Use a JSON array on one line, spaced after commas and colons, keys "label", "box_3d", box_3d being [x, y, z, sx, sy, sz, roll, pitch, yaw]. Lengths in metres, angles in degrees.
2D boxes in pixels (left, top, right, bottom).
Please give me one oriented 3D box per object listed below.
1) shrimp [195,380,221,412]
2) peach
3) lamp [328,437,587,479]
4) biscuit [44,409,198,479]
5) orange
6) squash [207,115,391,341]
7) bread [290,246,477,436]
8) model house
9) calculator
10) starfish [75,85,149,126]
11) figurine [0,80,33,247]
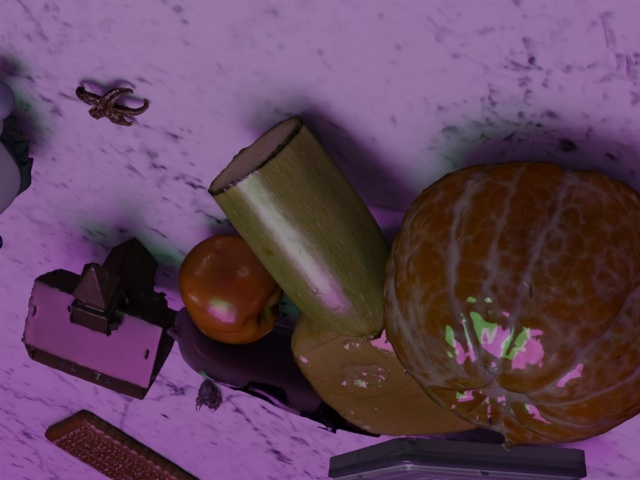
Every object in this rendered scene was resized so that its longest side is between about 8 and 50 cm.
[{"label": "shrimp", "box_3d": [-0.165, 0.236, 2.331, 0.038, 0.029, 0.092, 16, 155, -3]}, {"label": "peach", "box_3d": [-0.110, 0.058, 1.918, 0.138, 0.138, 0.138, 17, 149, 11]}, {"label": "lamp", "box_3d": [0.175, 0.298, 2.052, 0.269, 0.047, 0.266, 7, 166, -20]}, {"label": "biscuit", "box_3d": [-0.338, 0.378, 2.664, 0.254, 0.029, 0.172, 34, 147, -18]}, {"label": "orange", "box_3d": [0.220, 0.068, 1.592, 0.329, 0.249, 0.329, 20, 153, 11]}, {"label": "squash", "box_3d": [0.000, 0.000, 1.688, 0.132, 0.132, 0.247, -21, 110, 50]}, {"label": "bread", "box_3d": [0.099, 0.121, 1.856, 0.270, 0.148, 0.270, 14, 145, 10]}, {"label": "model house", "box_3d": [-0.270, 0.068, 1.987, 0.181, 0.176, 0.248, 21, 154, 5]}, {"label": "calculator", "box_3d": [-0.058, 0.156, 1.989, 0.294, 0.194, 0.043, 21, 111, -19]}, {"label": "starfish", "box_3d": [-0.241, -0.154, 1.775, 0.078, 0.028, 0.091, 33, 153, -19]}, {"label": "figurine", "box_3d": [-0.483, -0.145, 1.810, 0.261, 0.186, 0.382, 4, 149, 39]}]
